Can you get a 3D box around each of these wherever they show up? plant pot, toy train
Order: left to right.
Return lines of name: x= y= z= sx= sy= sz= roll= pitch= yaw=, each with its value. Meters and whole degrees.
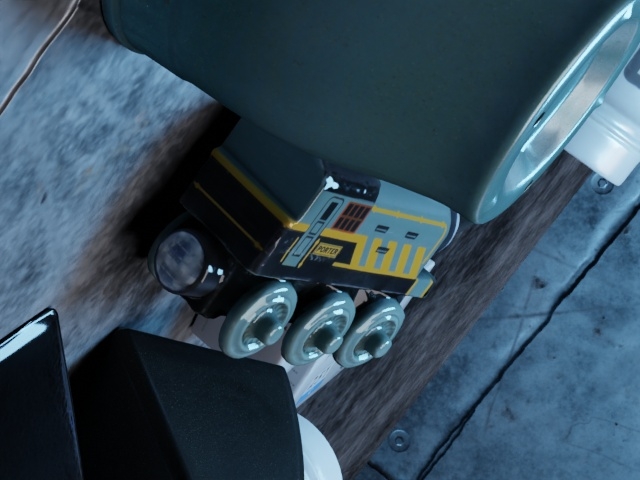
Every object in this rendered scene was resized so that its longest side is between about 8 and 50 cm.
plant pot: x=-0.121 y=0.216 z=1.426 sx=0.187 sy=0.167 sz=0.188 roll=17 pitch=117 yaw=-35
toy train: x=0.000 y=0.000 z=1.360 sx=0.190 sy=0.142 sz=0.334 roll=-53 pitch=151 yaw=16
plant pot: x=0.052 y=-0.153 z=0.980 sx=0.271 sy=0.255 sz=0.271 roll=-47 pitch=167 yaw=-15

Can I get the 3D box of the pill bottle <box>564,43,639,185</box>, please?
pill bottle: x=0.424 y=-0.263 z=2.083 sx=0.361 sy=0.204 sz=0.204 roll=-53 pitch=167 yaw=10

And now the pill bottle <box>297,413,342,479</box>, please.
pill bottle: x=-0.142 y=0.325 z=1.693 sx=0.407 sy=0.229 sz=0.229 roll=-32 pitch=157 yaw=-57

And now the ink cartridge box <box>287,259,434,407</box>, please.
ink cartridge box: x=0.049 y=0.066 z=2.011 sx=0.296 sy=0.066 sz=0.261 roll=-36 pitch=161 yaw=-51

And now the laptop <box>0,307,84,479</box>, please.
laptop: x=-0.379 y=0.289 z=1.252 sx=0.408 sy=0.236 sz=0.382 roll=-24 pitch=-170 yaw=44

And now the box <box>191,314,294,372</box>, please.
box: x=-0.052 y=0.069 z=1.582 sx=0.087 sy=0.102 sz=0.101 roll=-40 pitch=164 yaw=-47

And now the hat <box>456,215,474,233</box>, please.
hat: x=0.135 y=-0.089 z=1.727 sx=0.331 sy=0.134 sz=0.331 roll=-48 pitch=166 yaw=-16
